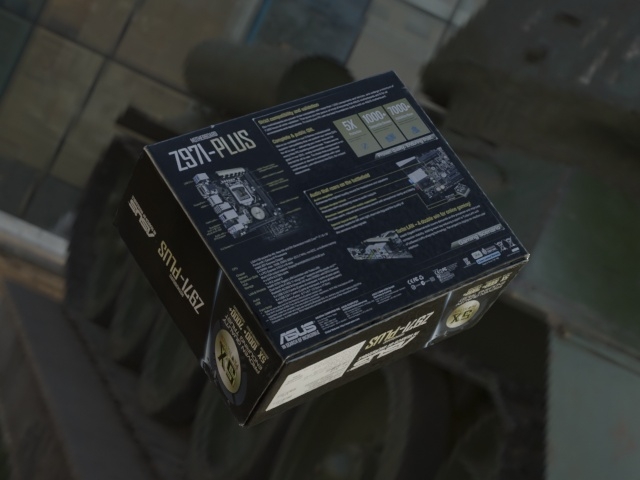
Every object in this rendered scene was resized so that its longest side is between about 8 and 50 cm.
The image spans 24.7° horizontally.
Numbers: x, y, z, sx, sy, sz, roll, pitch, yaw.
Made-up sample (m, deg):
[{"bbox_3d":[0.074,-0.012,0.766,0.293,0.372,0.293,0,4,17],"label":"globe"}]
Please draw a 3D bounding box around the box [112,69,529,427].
[{"bbox_3d":[0.000,0.000,0.828,0.180,0.077,0.147,-22,67,-34],"label":"box"}]
